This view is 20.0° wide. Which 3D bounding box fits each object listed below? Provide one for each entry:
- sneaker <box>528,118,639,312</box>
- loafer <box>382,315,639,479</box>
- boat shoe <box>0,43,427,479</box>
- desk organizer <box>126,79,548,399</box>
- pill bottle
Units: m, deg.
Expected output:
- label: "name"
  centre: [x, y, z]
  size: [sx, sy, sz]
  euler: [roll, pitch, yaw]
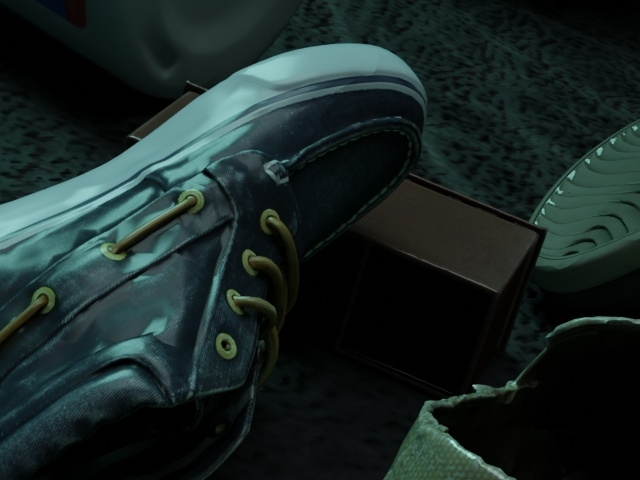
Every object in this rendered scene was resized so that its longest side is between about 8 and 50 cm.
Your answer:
- label: "sneaker"
  centre: [0.182, 0.000, 0.665]
  size: [0.222, 0.118, 0.083]
  euler: [-26, 25, -17]
- label: "loafer"
  centre: [0.097, 0.065, 0.457]
  size: [0.102, 0.092, 0.268]
  euler: [32, 29, 28]
- label: "boat shoe"
  centre: [-0.029, 0.015, 0.483]
  size: [0.183, 0.065, 0.083]
  euler: [-28, 53, -24]
- label: "desk organizer"
  centre: [0.000, 0.000, 0.579]
  size: [0.130, 0.047, 0.050]
  euler: [23, 29, 12]
- label: "pill bottle"
  centre: [-0.113, -0.156, 0.727]
  size: [0.221, 0.124, 0.124]
  euler: [33, 30, 28]
